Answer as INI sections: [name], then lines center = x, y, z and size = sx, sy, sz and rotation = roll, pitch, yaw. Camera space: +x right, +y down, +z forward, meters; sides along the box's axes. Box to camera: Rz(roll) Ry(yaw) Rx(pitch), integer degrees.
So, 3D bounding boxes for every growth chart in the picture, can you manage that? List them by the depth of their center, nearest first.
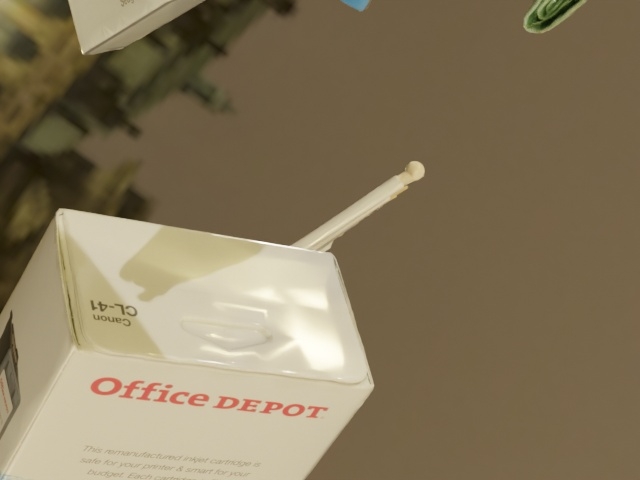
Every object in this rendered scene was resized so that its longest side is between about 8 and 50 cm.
[growth chart]
center = 0.000, 0.000, 1.720
size = 0.172, 0.021, 0.237
rotation = -34, 179, -20

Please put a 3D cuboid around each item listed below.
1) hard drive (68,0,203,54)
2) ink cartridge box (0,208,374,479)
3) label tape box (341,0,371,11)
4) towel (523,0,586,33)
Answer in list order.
[hard drive]
center = -0.184, -0.343, 1.607
size = 0.047, 0.353, 0.233
rotation = -15, 180, -26
[ink cartridge box]
center = -0.133, 0.135, 1.414
size = 0.306, 0.226, 0.131
rotation = -56, -143, 37
[label tape box]
center = -0.084, -0.236, 0.639
size = 0.106, 0.334, 0.240
rotation = -64, -175, -20
[towel]
center = 0.278, -0.273, 1.257
size = 0.325, 0.038, 0.248
rotation = -44, 179, -35
